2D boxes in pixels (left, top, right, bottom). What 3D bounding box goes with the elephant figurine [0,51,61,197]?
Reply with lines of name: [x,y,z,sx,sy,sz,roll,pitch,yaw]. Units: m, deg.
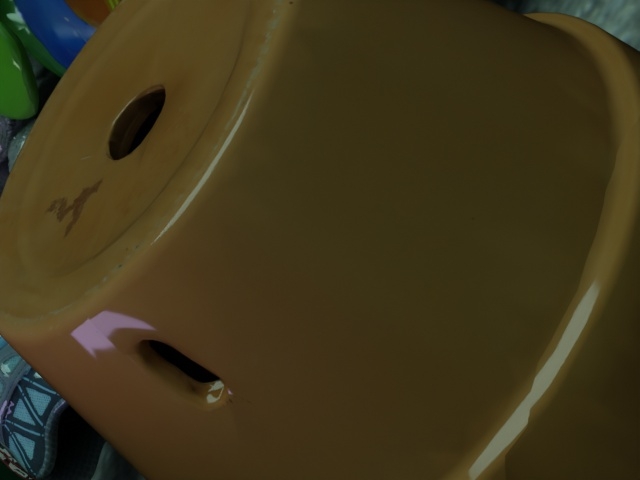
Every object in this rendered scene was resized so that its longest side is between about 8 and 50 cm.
elephant figurine: [-0.179,-0.033,1.221,0.186,0.169,0.239,-40,-3,-36]

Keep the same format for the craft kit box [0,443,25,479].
craft kit box: [-0.254,0.225,1.106,0.246,0.061,0.250,-41,19,22]

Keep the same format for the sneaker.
sneaker: [-0.067,0.042,1.030,0.262,0.104,0.125,-35,63,21]

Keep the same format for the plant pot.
plant pot: [0.000,0.000,0.816,0.291,0.203,0.291,-38,32,30]

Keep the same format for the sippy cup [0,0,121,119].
sippy cup: [-0.034,-0.165,1.020,0.224,0.240,0.305,25,85,53]
